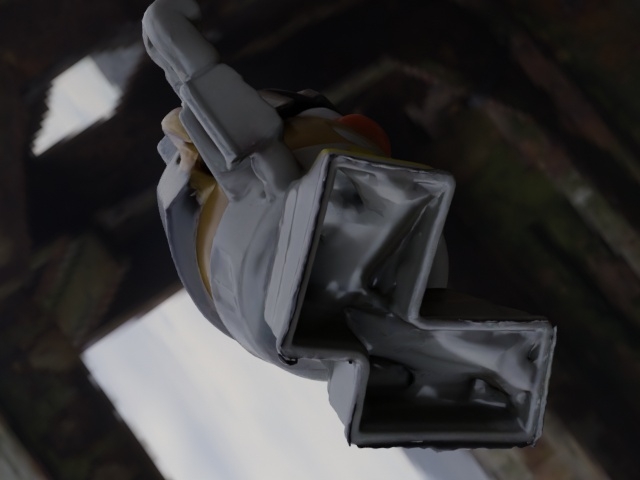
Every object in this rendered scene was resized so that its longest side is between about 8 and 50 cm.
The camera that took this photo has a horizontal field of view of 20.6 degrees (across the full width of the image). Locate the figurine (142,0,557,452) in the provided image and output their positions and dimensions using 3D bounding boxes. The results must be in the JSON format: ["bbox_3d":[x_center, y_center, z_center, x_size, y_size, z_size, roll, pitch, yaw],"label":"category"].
[{"bbox_3d":[-0.003,-0.001,0.947,0.308,0.143,0.308,57,163,29],"label":"figurine"}]
